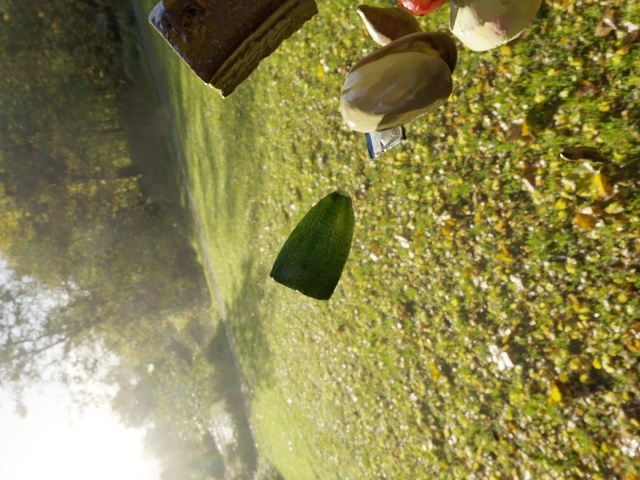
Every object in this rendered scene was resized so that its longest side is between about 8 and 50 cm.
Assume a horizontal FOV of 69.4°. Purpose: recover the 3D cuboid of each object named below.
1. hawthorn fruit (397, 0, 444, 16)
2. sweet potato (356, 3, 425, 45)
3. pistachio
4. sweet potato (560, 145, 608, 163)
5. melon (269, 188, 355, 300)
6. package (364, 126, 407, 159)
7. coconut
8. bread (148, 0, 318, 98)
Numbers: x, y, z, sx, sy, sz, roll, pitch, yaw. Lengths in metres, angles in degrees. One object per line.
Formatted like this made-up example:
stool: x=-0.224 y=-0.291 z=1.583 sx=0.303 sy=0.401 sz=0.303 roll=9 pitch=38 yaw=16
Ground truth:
hawthorn fruit: x=0.279 y=-0.699 z=1.276 sx=0.156 sy=0.157 sz=0.194 roll=71 pitch=159 yaw=8
sweet potato: x=0.231 y=-0.655 z=1.431 sx=0.131 sy=0.337 sz=0.131 roll=-9 pitch=76 yaw=38
pistachio: x=0.170 y=-0.349 z=1.062 sx=0.299 sy=0.188 sz=0.187 roll=-13 pitch=94 yaw=42
sweet potato: x=0.849 y=-0.281 z=1.504 sx=0.053 sy=0.182 sz=0.053 roll=-137 pitch=49 yaw=-68
melon: x=0.000 y=0.000 z=1.359 sx=0.124 sy=0.196 sz=0.323 roll=-99 pitch=34 yaw=-80
package: x=0.165 y=-0.325 z=1.254 sx=0.173 sy=0.027 sz=0.170 roll=-21 pitch=80 yaw=64
coconut: x=0.526 y=-0.699 z=1.405 sx=0.259 sy=0.260 sz=0.259 roll=51 pitch=150 yaw=46
bread: x=-0.150 y=-0.388 z=0.778 sx=0.184 sy=0.234 sz=0.110 roll=51 pitch=-173 yaw=16
